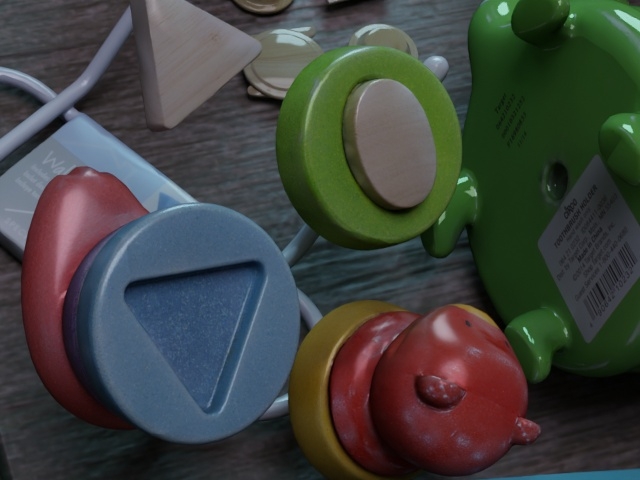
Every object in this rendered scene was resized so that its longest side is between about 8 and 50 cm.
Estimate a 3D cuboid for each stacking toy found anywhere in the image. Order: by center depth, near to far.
[{"bbox_3d":[0.000,0.000,0.946,0.309,0.130,0.279,14,81,-33],"label":"stacking toy"}]

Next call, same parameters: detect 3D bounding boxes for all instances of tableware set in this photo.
[{"bbox_3d":[-0.001,-0.172,1.242,0.141,0.020,0.168,-7,62,-14],"label":"tableware set"}]

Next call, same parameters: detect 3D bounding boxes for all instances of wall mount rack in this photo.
[{"bbox_3d":[-0.098,-0.060,1.087,0.350,0.130,0.304,38,59,12],"label":"wall mount rack"}]

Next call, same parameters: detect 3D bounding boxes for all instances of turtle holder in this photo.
[{"bbox_3d":[0.208,-0.045,1.107,0.227,0.243,0.320,1,18,-28],"label":"turtle holder"}]

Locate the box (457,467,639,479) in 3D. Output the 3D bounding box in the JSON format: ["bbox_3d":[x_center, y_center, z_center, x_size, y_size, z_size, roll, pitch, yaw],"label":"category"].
[{"bbox_3d":[0.168,0.188,1.006,0.244,0.100,0.060,-2,60,-12],"label":"box"}]
